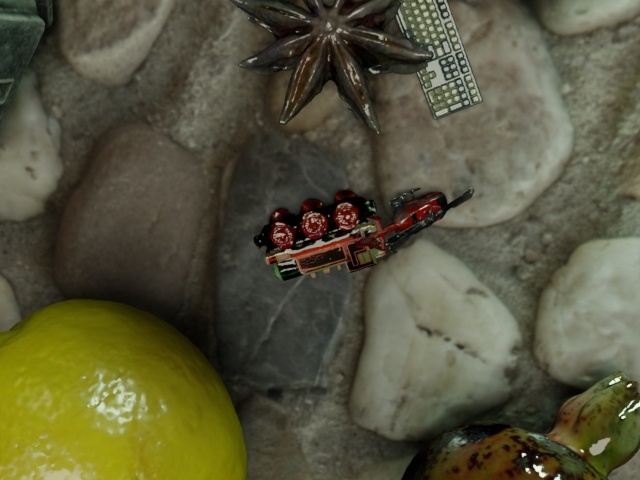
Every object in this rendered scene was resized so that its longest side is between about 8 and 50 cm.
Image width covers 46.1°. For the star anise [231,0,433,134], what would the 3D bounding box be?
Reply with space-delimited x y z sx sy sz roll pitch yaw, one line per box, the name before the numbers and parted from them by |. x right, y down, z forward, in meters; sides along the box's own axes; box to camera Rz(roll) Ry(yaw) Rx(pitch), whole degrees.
star anise | 0.008 -0.192 0.746 0.204 0.061 0.181 -1 87 3

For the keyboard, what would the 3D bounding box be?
keyboard | 0.112 -0.214 0.767 0.055 0.014 0.176 -20 105 12

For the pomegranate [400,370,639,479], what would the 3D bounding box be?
pomegranate | 0.242 0.283 0.808 0.285 0.285 0.341 42 79 -10

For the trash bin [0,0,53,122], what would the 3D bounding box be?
trash bin | -0.483 -0.215 0.681 0.381 0.259 0.295 33 106 -1

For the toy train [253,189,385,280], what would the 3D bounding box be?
toy train | 0.000 0.000 0.820 0.137 0.050 0.087 -16 109 8

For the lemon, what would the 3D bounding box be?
lemon | -0.239 0.229 0.764 0.347 0.348 0.348 1 107 2

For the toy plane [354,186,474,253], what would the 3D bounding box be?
toy plane | 0.092 -0.021 0.784 0.145 0.060 0.037 -26 112 -29
